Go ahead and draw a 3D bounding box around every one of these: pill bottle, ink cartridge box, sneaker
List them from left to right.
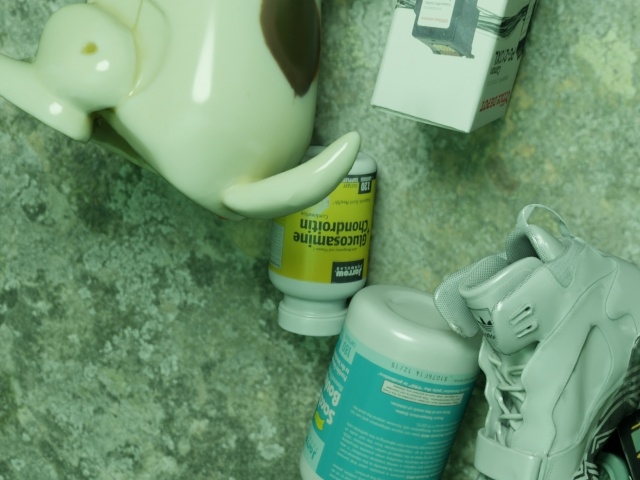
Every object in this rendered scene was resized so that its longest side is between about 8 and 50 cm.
[{"bbox_3d":[0.000,0.000,1.275,0.103,0.103,0.184,9,104,19],"label":"pill bottle"},{"bbox_3d":[0.065,0.189,1.267,0.146,0.146,0.264,22,107,15],"label":"pill bottle"},{"bbox_3d":[0.141,-0.229,1.137,0.100,0.172,0.237,19,107,16],"label":"ink cartridge box"},{"bbox_3d":[0.177,0.148,1.134,0.210,0.137,0.366,36,81,-21],"label":"sneaker"}]

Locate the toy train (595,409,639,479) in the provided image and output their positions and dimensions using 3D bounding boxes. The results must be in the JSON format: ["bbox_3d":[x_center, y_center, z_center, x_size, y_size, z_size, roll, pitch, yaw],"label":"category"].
[{"bbox_3d":[0.340,0.287,1.115,0.142,0.334,0.190,23,133,-31],"label":"toy train"}]

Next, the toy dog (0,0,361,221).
[{"bbox_3d":[-0.087,-0.250,1.143,0.395,0.284,0.408,28,91,43],"label":"toy dog"}]

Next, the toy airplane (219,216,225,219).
[{"bbox_3d":[-0.106,-0.100,1.334,0.151,0.028,0.151,2,96,19],"label":"toy airplane"}]
